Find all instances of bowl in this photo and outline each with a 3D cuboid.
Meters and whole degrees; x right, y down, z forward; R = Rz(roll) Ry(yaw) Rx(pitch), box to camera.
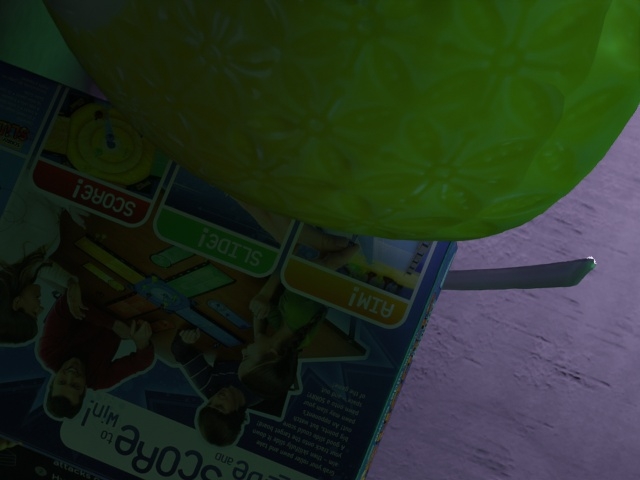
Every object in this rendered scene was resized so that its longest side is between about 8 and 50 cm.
[{"bbox_3d":[-0.030,-0.136,0.553,0.156,0.289,0.289,-6,128,-30],"label":"bowl"}]

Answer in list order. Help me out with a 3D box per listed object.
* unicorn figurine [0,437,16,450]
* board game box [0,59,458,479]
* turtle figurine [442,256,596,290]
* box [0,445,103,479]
[{"bbox_3d":[-0.181,0.139,0.749,0.111,0.060,0.162,-63,-175,-35],"label":"unicorn figurine"},{"bbox_3d":[-0.065,0.026,0.677,0.035,0.201,0.136,55,57,-79],"label":"board game box"},{"bbox_3d":[0.000,0.000,0.875,0.266,0.275,0.198,-49,-151,35],"label":"turtle figurine"},{"bbox_3d":[-0.097,0.098,0.800,0.093,0.156,0.158,-59,167,-48],"label":"box"}]
